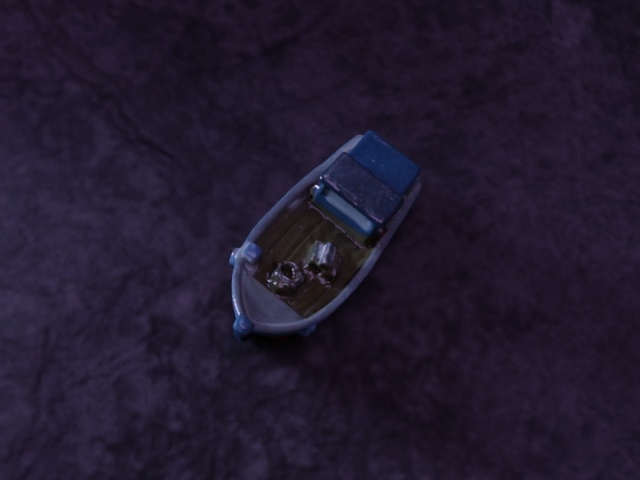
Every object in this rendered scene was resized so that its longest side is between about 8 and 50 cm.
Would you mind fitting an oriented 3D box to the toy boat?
[{"bbox_3d":[0.000,0.000,1.011,0.069,0.059,0.173,39,59,5],"label":"toy boat"}]
